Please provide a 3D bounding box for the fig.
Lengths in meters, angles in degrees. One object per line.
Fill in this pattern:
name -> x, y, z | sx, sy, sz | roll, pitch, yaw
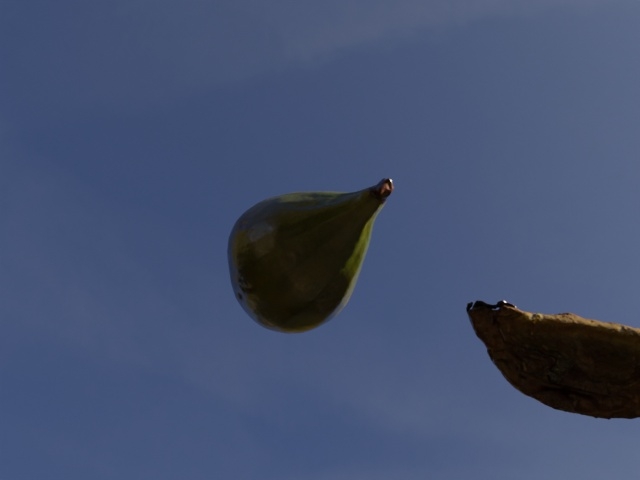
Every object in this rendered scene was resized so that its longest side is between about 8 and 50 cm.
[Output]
fig -> -0.017, -0.006, 0.810 | 0.126, 0.133, 0.185 | 22, -53, 3

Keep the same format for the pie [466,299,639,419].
pie -> 0.209, 0.097, 0.705 | 0.191, 0.033, 0.088 | 8, -71, 18
